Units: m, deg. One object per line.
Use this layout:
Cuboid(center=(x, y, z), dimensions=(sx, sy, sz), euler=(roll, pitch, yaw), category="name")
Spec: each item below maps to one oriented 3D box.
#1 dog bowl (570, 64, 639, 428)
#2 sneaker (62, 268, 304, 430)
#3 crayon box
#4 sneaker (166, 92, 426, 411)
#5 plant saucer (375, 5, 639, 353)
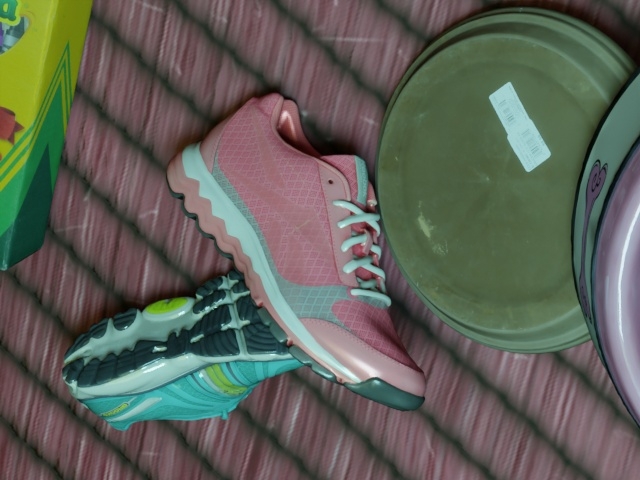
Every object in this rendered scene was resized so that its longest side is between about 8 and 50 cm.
Cuboid(center=(0.371, 0.024, 1.262), dimensions=(0.408, 0.150, 0.408), euler=(3, 105, 12), category="dog bowl")
Cuboid(center=(-0.088, 0.099, 1.605), dimensions=(0.275, 0.107, 0.110), euler=(-14, 135, 16), category="sneaker")
Cuboid(center=(-0.319, -0.156, 1.602), dimensions=(0.202, 0.081, 0.318), euler=(19, 111, 13), category="crayon box")
Cuboid(center=(0.000, 0.000, 1.482), dimensions=(0.136, 0.116, 0.314), euler=(-45, 63, 12), category="sneaker")
Cuboid(center=(0.149, -0.046, 1.445), dimensions=(0.278, 0.041, 0.278), euler=(4, 97, 38), category="plant saucer")
